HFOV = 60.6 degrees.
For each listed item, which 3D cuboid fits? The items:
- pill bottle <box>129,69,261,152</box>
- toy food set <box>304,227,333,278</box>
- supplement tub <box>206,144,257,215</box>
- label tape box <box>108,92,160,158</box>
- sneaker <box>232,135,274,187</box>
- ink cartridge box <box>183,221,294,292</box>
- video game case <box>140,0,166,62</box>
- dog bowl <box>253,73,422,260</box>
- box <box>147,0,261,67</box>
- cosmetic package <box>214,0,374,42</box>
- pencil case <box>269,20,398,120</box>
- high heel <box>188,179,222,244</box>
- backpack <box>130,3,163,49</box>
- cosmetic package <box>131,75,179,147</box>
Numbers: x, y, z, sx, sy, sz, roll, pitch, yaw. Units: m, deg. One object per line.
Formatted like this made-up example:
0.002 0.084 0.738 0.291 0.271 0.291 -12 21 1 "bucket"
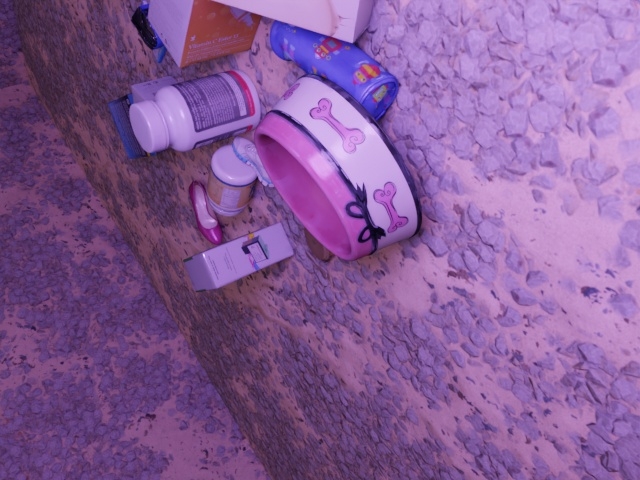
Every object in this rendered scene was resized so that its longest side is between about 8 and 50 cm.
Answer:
-0.336 -0.342 1.477 0.176 0.318 0.176 35 138 39 "pill bottle"
0.000 0.000 1.518 0.132 0.038 0.192 48 152 36 "toy food set"
-0.270 -0.179 1.674 0.144 0.144 0.199 53 148 17 "supplement tub"
-0.695 -0.453 2.142 0.334 0.106 0.240 8 120 53 "label tape box"
-0.175 -0.245 1.569 0.190 0.071 0.083 45 139 13 "sneaker"
-0.254 0.052 1.698 0.201 0.278 0.117 -16 96 59 "ink cartridge box"
-0.569 -0.703 1.851 0.119 0.015 0.166 -27 90 59 "video game case"
0.018 -0.130 1.145 0.408 0.150 0.408 49 167 16 "dog bowl"
-0.247 -0.594 1.256 0.168 0.215 0.345 57 149 10 "box"
-0.052 -0.497 1.009 0.309 0.113 0.160 21 135 11 "cosmetic package"
0.027 -0.354 1.122 0.306 0.119 0.133 47 172 24 "pencil case"
-0.420 -0.105 2.021 0.117 0.082 0.244 118 133 -65 "high heel"
-0.515 -0.668 1.712 0.098 0.101 0.120 -8 110 60 "backpack"
-0.533 -0.432 1.870 0.151 0.151 0.183 44 143 30 "cosmetic package"
